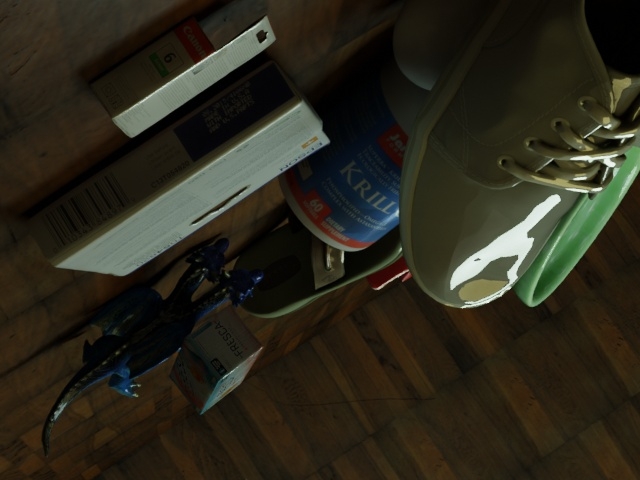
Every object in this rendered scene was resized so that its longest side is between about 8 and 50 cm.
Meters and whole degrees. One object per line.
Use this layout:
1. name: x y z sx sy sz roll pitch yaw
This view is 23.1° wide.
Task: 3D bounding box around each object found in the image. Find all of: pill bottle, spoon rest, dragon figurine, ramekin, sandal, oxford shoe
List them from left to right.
1. dragon figurine: -0.193 0.103 1.661 0.289 0.085 0.144 -35 172 -23
2. sandal: 0.000 0.002 1.765 0.303 0.120 0.086 -38 158 32
3. pill bottle: 0.075 -0.096 1.393 0.221 0.124 0.124 -39 171 33
4. spoon rest: 0.179 -0.211 1.236 0.276 0.084 0.137 -30 141 5
5. ramekin: 0.308 -0.076 2.099 0.303 0.148 0.303 -49 164 -20
6. oxford shoe: 0.183 -0.102 1.190 0.169 0.130 0.449 0 133 -30

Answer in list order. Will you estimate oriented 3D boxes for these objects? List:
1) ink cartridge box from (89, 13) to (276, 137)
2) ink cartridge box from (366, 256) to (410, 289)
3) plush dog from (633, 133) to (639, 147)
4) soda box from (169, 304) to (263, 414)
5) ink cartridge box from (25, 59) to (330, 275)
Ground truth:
1. ink cartridge box: -0.085 -0.112 0.980 0.115 0.029 0.063 -34 172 -1
2. ink cartridge box: 0.122 -0.046 1.870 0.231 0.134 0.078 -32 173 -10
3. plush dog: 0.394 -0.217 1.727 0.225 0.210 0.262 -56 164 -6
4. soda box: -0.112 0.128 1.642 0.063 0.058 0.183 -37 172 -19
5. ink cartridge box: -0.103 -0.050 1.229 0.223 0.045 0.224 -33 174 2
